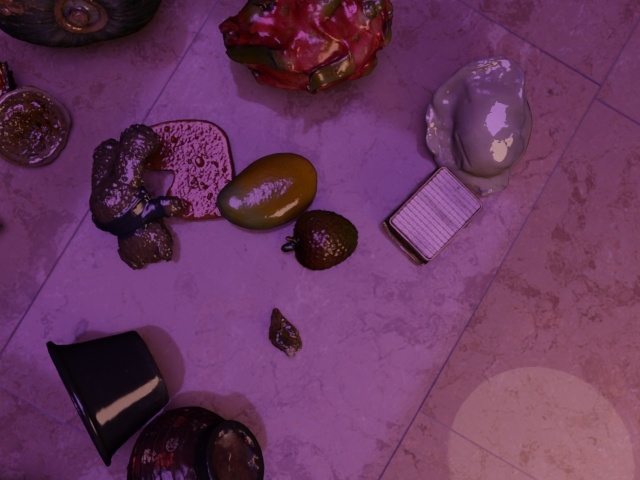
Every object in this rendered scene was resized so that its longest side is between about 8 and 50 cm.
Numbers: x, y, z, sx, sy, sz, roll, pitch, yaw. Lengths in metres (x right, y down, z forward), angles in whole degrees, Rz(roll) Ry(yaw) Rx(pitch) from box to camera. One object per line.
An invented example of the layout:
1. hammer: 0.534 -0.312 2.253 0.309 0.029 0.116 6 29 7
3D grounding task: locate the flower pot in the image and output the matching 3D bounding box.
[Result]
1. flower pot: -0.355 0.249 1.251 0.148 0.235 0.235 -26 89 -24

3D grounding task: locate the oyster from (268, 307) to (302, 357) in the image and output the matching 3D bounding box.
1. oyster: -0.071 0.173 1.343 0.051 0.034 0.093 -42 86 -12

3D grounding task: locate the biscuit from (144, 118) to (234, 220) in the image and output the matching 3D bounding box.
1. biscuit: -0.253 -0.128 1.346 0.186 0.036 0.192 -8 88 -1

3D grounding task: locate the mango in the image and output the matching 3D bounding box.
1. mango: -0.095 -0.088 1.312 0.194 0.092 0.130 -16 95 -22

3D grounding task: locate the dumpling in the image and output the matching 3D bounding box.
1. dumpling: 0.287 -0.211 1.325 0.193 0.147 0.258 15 116 11

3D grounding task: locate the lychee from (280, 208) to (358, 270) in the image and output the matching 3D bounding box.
1. lychee: 0.000 0.000 1.316 0.146 0.114 0.114 -3 87 -22

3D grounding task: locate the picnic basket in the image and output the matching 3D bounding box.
1. picnic basket: 0.207 -0.046 1.342 0.164 0.079 0.115 -45 90 -4

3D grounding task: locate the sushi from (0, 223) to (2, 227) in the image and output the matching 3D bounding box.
1. sushi: -0.658 -0.028 1.327 0.126 0.026 0.120 44 89 4

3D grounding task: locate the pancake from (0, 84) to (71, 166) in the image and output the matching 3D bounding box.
1. pancake: -0.528 -0.205 1.309 0.151 0.025 0.152 -9 112 -24

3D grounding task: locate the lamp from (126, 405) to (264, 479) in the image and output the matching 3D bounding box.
1. lamp: -0.223 0.400 1.232 0.247 0.247 0.247 0 87 -3

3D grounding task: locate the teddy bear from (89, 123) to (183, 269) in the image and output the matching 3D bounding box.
1. teddy bear: -0.346 -0.068 1.286 0.182 0.129 0.251 -8 104 37

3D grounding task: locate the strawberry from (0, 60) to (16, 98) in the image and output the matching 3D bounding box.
1. strawberry: -0.665 -0.272 1.272 0.236 0.111 0.190 10 110 -38

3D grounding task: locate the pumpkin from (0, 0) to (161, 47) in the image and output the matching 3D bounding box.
1. pumpkin: -0.436 -0.482 1.230 0.327 0.291 0.257 -5 63 -16

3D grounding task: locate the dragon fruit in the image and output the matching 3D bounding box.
1. dragon fruit: -0.022 -0.377 1.277 0.302 0.231 0.237 -9 99 7
